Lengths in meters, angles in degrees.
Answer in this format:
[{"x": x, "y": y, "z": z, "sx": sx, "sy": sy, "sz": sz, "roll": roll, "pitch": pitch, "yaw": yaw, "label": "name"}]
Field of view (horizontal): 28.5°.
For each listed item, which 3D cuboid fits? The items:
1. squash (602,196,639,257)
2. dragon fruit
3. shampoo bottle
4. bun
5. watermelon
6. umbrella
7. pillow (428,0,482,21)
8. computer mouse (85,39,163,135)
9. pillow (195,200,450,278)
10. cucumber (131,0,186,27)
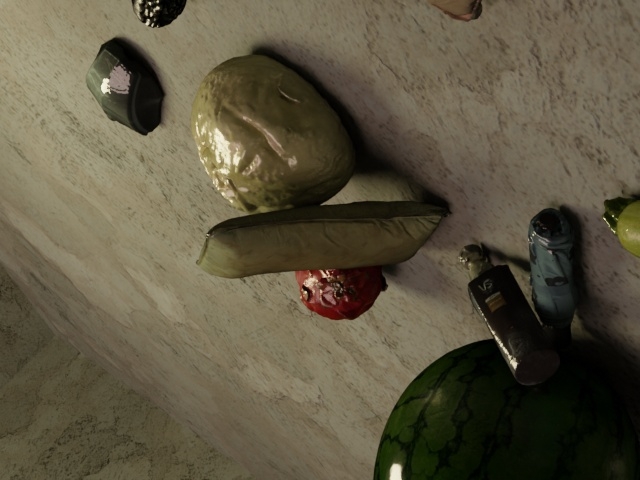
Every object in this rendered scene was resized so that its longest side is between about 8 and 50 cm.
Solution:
[{"x": 0.330, "y": -0.015, "z": 1.164, "sx": 0.094, "sy": 0.094, "sz": 0.224, "roll": 51, "pitch": 167, "yaw": -20, "label": "squash"}, {"x": 0.030, "y": 0.052, "z": 1.795, "sx": 0.166, "sy": 0.133, "sz": 0.136, "roll": 135, "pitch": 130, "yaw": -69, "label": "dragon fruit"}, {"x": 0.215, "y": 0.081, "z": 1.489, "sx": 0.207, "sy": 0.057, "sz": 0.063, "roll": -114, "pitch": -1, "yaw": -47, "label": "shampoo bottle"}, {"x": -0.067, "y": -0.113, "z": 1.600, "sx": 0.244, "sy": 0.153, "sz": 0.244, "roll": 33, "pitch": 160, "yaw": 14, "label": "bun"}, {"x": 0.231, "y": 0.291, "z": 1.559, "sx": 0.363, "sy": 0.363, "sz": 0.363, "roll": 37, "pitch": 159, "yaw": 16, "label": "watermelon"}, {"x": 0.269, "y": 0.051, "z": 1.435, "sx": 0.053, "sy": 0.052, "sz": 0.250, "roll": 22, "pitch": 152, "yaw": 27, "label": "umbrella"}, {"x": 0.110, "y": -0.282, "z": 1.034, "sx": 0.173, "sy": 0.067, "sz": 0.270, "roll": 39, "pitch": 161, "yaw": -5, "label": "pillow"}, {"x": -0.313, "y": -0.224, "z": 1.948, "sx": 0.126, "sy": 0.071, "sz": 0.231, "roll": 41, "pitch": 161, "yaw": 5, "label": "computer mouse"}, {"x": 0.000, "y": 0.000, "z": 1.582, "sx": 0.185, "sy": 0.303, "sz": 0.074, "roll": 121, "pitch": 143, "yaw": -73, "label": "pillow"}, {"x": -0.179, "y": -0.341, "z": 1.455, "sx": 0.072, "sy": 0.072, "sz": 0.300, "roll": 42, "pitch": 160, "yaw": 4, "label": "cucumber"}]
